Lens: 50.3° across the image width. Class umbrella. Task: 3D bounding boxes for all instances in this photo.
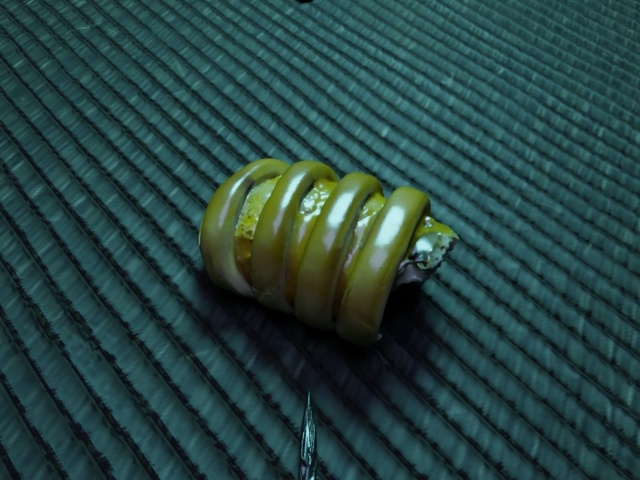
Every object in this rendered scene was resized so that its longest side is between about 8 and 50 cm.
[{"bbox_3d":[-0.007,0.136,0.383,0.013,0.022,0.122,-17,34,15],"label":"umbrella"}]

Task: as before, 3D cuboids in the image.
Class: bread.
[{"bbox_3d":[0.000,0.000,0.465,0.177,0.084,0.119,17,48,17],"label":"bread"}]
